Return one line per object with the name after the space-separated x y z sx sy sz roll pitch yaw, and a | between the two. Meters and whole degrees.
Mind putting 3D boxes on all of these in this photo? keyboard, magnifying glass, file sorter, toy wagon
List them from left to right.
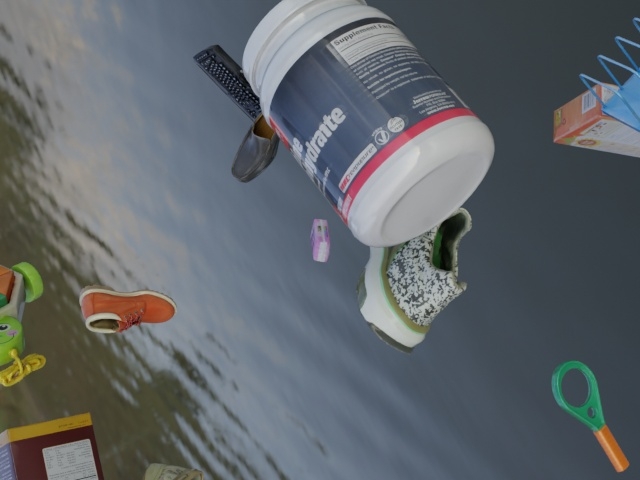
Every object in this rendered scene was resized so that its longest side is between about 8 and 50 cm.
-0.496 0.093 1.285 0.344 0.267 0.068 18 123 31 | toy wagon
-0.138 -0.259 1.704 0.192 0.038 0.100 43 142 -21 | keyboard
0.504 0.327 1.818 0.231 0.092 0.026 57 153 -4 | magnifying glass
0.509 -0.273 1.520 0.104 0.170 0.118 40 -174 -33 | file sorter

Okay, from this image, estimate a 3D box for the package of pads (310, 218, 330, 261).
0.000 0.000 1.942 0.083 0.032 0.050 -99 18 -55 | package of pads

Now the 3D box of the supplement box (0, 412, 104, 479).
-0.421 0.386 1.489 0.191 0.129 0.194 -33 68 51 | supplement box

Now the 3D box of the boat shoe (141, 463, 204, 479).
-0.248 0.441 1.544 0.285 0.089 0.105 -86 -9 -67 | boat shoe

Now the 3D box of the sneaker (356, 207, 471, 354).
0.174 -0.011 1.578 0.158 0.182 0.410 39 -145 -30 | sneaker

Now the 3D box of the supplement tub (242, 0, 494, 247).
0.050 -0.145 1.126 0.272 0.191 0.191 53 154 23 | supplement tub

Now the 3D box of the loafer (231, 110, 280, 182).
-0.094 -0.166 1.549 0.062 0.061 0.170 38 104 19 | loafer

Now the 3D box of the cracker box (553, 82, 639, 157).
0.549 -0.205 1.717 0.155 0.232 0.067 146 130 -70 | cracker box

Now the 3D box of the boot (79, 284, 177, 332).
-0.305 0.121 1.570 0.085 0.157 0.059 -116 37 -53 | boot
